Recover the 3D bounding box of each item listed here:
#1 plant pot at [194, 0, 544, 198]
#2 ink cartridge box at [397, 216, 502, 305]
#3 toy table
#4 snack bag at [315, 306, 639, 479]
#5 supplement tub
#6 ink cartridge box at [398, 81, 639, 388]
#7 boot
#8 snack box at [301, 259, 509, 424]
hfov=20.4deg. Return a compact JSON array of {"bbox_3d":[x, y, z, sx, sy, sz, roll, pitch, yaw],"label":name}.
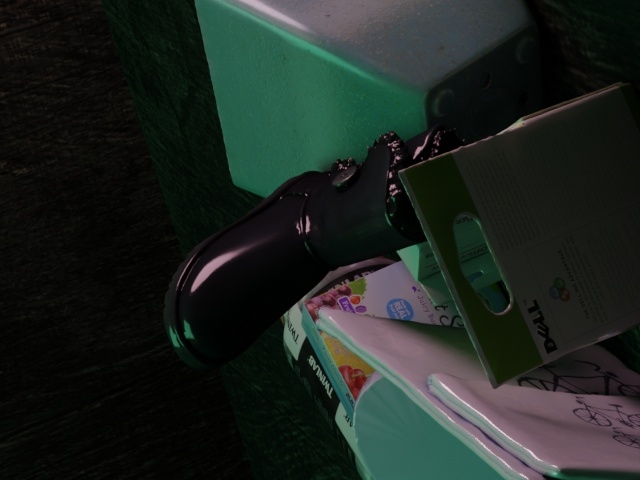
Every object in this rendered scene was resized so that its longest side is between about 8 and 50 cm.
[{"bbox_3d":[0.070,-0.152,1.664,0.252,0.248,0.247,32,145,39],"label":"plant pot"},{"bbox_3d":[0.124,-0.027,1.895,0.180,0.104,0.060,57,161,35],"label":"ink cartridge box"},{"bbox_3d":[0.169,0.189,1.763,0.274,0.252,0.161,39,-163,-5],"label":"toy table"},{"bbox_3d":[0.207,0.129,1.421,0.342,0.323,0.037,35,113,57],"label":"snack bag"},{"bbox_3d":[0.079,0.154,2.143,0.316,0.193,0.193,54,160,40],"label":"supplement tub"},{"bbox_3d":[0.172,0.001,1.433,0.097,0.255,0.189,-28,84,57],"label":"ink cartridge box"},{"bbox_3d":[0.000,0.000,1.494,0.207,0.246,0.094,-19,111,50],"label":"boot"},{"bbox_3d":[0.108,0.111,1.945,0.174,0.207,0.070,61,164,21],"label":"snack box"}]
